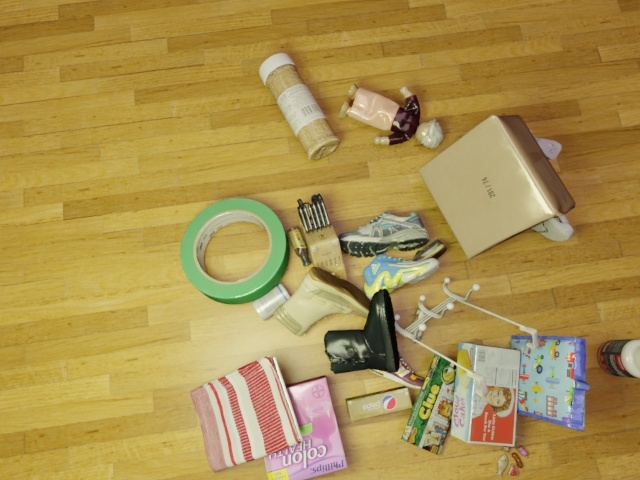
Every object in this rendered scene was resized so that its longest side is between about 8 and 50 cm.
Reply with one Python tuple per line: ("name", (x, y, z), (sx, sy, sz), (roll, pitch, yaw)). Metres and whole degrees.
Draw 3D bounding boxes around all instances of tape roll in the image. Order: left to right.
("tape roll", (-0.256, 0.030, 1.418), (0.322, 0.077, 0.321), (-2, 67, 5))

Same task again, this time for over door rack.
("over door rack", (0.390, 0.232, 1.282), (0.240, 0.108, 0.324), (-30, 39, -24))

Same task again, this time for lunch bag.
("lunch bag", (0.621, 0.372, 1.259), (0.138, 0.293, 0.220), (10, 78, 2))

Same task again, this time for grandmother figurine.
("grandmother figurine", (0.247, -0.405, 1.544), (0.343, 0.104, 0.207), (26, 106, 3))

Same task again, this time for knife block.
("knife block", (0.000, 0.000, 1.462), (0.088, 0.242, 0.275), (-16, 122, -3))

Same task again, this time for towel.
("towel", (-0.213, 0.473, 1.268), (0.329, 0.037, 0.236), (-30, 72, 28))

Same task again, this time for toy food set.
("toy food set", (0.553, 0.620, 1.342), (0.078, 0.019, 0.122), (15, 77, 3))

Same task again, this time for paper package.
("paper package", (0.503, -0.156, 1.370), (0.168, 0.309, 0.324), (-17, 76, -44))

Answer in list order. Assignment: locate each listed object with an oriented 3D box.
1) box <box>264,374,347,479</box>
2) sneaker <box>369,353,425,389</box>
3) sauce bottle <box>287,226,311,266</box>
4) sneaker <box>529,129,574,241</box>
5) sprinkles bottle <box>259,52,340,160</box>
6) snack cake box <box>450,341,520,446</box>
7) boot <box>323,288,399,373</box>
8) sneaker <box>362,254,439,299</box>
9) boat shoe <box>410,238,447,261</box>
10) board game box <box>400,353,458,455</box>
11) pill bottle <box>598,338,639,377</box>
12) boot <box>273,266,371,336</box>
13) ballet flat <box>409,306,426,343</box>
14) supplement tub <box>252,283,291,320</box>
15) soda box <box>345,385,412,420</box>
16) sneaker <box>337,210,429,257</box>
("box", (-0.059, 0.526, 1.311), (0.214, 0.117, 0.242), (-13, 78, -3))
("sneaker", (0.236, 0.373, 1.372), (0.186, 0.069, 0.083), (18, 83, 3))
("sauce bottle", (-0.064, 0.020, 1.468), (0.042, 0.042, 0.128), (-24, 80, -5))
("sneaker", (0.693, -0.183, 1.467), (0.210, 0.137, 0.365), (-39, 77, -6))
("sprinkles bottle", (-0.071, -0.437, 1.532), (0.121, 0.121, 0.355), (-28, 79, -6))
("snack cake box", (0.468, 0.431, 1.325), (0.152, 0.089, 0.264), (11, 80, -17))
("boot", (0.106, 0.263, 1.328), (0.207, 0.094, 0.246), (-5, 99, 20))
("sneaker", (0.227, 0.080, 1.405), (0.240, 0.091, 0.126), (-27, 68, 15))
("boat shoe", (0.319, 0.053, 1.460), (0.152, 0.056, 0.049), (-32, 53, 1))
("board game box", (0.334, 0.468, 1.342), (0.136, 0.030, 0.259), (30, 77, -21))
("pill bottle", (0.888, 0.334, 1.327), (0.108, 0.180, 0.107), (0, 77, 0))
("boot", (0.014, 0.209, 1.391), (0.262, 0.095, 0.203), (30, 112, -31))
("ballet flat", (0.295, 0.255, 1.415), (0.041, 0.041, 0.114), (15, 78, 3))
("supplement tub", (-0.145, 0.185, 1.414), (0.107, 0.071, 0.071), (-32, 79, -8))
("soda box", (0.167, 0.470, 1.353), (0.182, 0.061, 0.058), (-12, 78, -3))
("sneaker", (0.187, -0.025, 1.462), (0.283, 0.110, 0.122), (-5, 62, -6))
